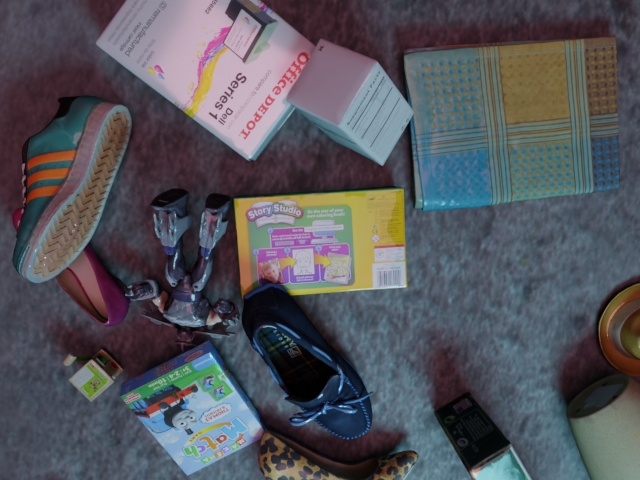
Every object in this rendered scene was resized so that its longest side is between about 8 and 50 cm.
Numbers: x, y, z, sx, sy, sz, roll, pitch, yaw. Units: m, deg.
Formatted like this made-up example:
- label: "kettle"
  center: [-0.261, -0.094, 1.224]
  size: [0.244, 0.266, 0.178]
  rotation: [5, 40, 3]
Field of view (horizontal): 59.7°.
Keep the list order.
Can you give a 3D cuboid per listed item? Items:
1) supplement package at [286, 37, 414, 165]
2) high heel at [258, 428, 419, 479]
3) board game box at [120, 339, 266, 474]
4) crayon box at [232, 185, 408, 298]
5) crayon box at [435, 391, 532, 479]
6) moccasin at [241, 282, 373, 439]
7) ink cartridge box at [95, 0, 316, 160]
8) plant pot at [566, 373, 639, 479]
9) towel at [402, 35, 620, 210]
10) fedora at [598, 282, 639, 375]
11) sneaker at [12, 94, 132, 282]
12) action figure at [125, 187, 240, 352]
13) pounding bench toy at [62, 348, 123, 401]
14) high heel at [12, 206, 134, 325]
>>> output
- label: "supplement package"
  center: [0.050, -0.203, 0.842]
  size: [0.105, 0.179, 0.105]
  rotation: [33, 95, 28]
- label: "high heel"
  center: [0.030, 0.371, 0.966]
  size: [0.261, 0.093, 0.186]
  rotation: [-23, 86, -13]
- label: "board game box"
  center: [-0.206, 0.285, 0.937]
  size: [0.160, 0.039, 0.211]
  rotation: [-27, 119, -1]
- label: "crayon box"
  center: [0.000, 0.000, 0.925]
  size: [0.278, 0.081, 0.165]
  rotation: [-4, 98, -3]
- label: "crayon box"
  center: [0.327, 0.443, 0.947]
  size: [0.081, 0.202, 0.319]
  rotation: [-32, 98, 1]
- label: "moccasin"
  center: [-0.026, 0.227, 0.902]
  size: [0.137, 0.117, 0.342]
  rotation: [-35, 115, 11]
- label: "ink cartridge box"
  center: [-0.157, -0.283, 0.859]
  size: [0.278, 0.117, 0.201]
  rotation: [37, 93, -8]
- label: "plant pot"
  center: [0.565, 0.376, 0.955]
  size: [0.256, 0.256, 0.274]
  rotation: [-37, 82, 1]
- label: "towel"
  center: [0.327, -0.199, 0.949]
  size: [0.370, 0.040, 0.272]
  rotation: [-6, 99, -5]
- label: "fedora"
  center: [0.603, 0.166, 0.994]
  size: [0.194, 0.079, 0.194]
  rotation: [0, 97, -4]
- label: "sneaker"
  center: [-0.405, -0.086, 0.860]
  size: [0.121, 0.108, 0.302]
  rotation: [16, 74, 12]
- label: "action figure"
  center: [-0.213, 0.062, 0.883]
  size: [0.185, 0.099, 0.285]
  rotation: [8, 115, -3]
- label: "pounding bench toy"
  center: [-0.383, 0.211, 0.932]
  size: [0.052, 0.065, 0.083]
  rotation: [-42, 98, 3]
- label: "high heel"
  center: [-0.403, 0.041, 0.882]
  size: [0.082, 0.117, 0.244]
  rotation: [-40, 99, 2]
